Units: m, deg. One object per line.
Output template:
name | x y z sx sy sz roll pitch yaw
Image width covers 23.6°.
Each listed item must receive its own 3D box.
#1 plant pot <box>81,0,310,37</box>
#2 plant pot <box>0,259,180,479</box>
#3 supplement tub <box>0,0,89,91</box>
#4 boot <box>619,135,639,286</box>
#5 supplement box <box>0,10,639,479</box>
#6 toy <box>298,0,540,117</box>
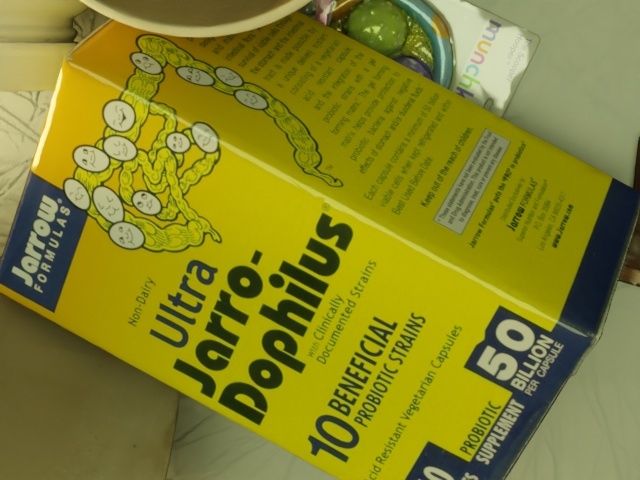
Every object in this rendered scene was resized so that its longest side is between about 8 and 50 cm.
plant pot | -0.042 -0.284 0.961 0.256 0.274 0.256 6 112 15
plant pot | -0.251 0.139 1.072 0.280 0.323 0.323 12 100 -8
supplement tub | -0.262 -0.270 1.030 0.241 0.241 0.331 2 98 10
boot | 0.265 -0.016 1.077 0.106 0.037 0.114 14 95 6
supplement box | 0.000 0.000 1.014 0.357 0.195 0.194 28 124 4
toy | 0.019 -0.134 1.093 0.237 0.056 0.137 27 103 6
